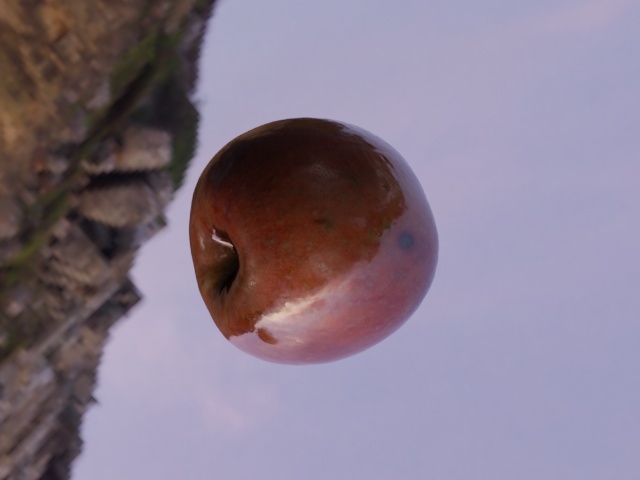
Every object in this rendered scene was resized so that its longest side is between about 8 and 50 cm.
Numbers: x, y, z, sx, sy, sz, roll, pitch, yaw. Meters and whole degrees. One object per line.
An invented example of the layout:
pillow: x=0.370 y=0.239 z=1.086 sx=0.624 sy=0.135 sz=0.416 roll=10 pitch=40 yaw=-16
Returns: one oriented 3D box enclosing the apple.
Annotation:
apple: x=0.000 y=0.000 z=1.540 sx=0.253 sy=0.253 sz=0.253 roll=-24 pitch=-144 yaw=19
